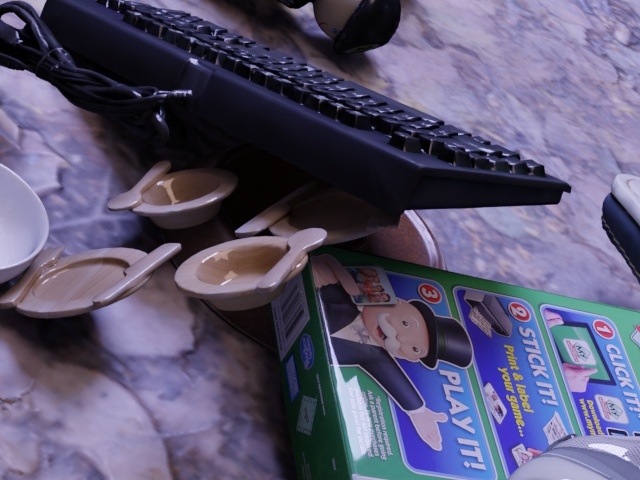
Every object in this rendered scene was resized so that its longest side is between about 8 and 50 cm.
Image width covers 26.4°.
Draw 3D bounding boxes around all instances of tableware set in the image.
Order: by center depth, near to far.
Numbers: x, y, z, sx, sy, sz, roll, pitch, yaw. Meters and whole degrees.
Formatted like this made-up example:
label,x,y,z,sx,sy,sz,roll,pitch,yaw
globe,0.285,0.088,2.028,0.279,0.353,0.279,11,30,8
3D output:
label,x,y,z,sx,sy,sz,roll,pitch,yaw
tableware set,-0.049,-0.002,0.604,0.169,0.020,0.141,0,24,27

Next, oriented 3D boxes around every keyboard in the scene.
label,x,y,z,sx,sy,sz,roll,pitch,yaw
keyboard,-0.049,-0.078,0.673,0.201,0.033,0.317,-4,22,-41

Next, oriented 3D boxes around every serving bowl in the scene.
label,x,y,z,sx,sy,sz,roll,pitch,yaw
serving bowl,-0.163,-0.006,0.596,0.083,0.027,0.083,19,35,-14

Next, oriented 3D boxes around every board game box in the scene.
label,x,y,z,sx,sy,sz,roll,pitch,yaw
board game box,0.102,0.145,0.555,0.213,0.046,0.317,13,41,-24

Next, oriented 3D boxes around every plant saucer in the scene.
label,x,y,z,sx,sy,sz,roll,pitch,yaw
plant saucer,0.000,0.000,0.710,0.168,0.029,0.168,20,35,-15

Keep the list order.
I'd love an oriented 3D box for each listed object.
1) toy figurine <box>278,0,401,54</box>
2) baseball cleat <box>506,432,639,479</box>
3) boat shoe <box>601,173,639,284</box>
label,x,y,z,sx,sy,sz,roll,pitch,yaw
toy figurine,0.035,-0.252,0.910,0.148,0.209,0.213,33,34,-4
baseball cleat,0.166,0.132,0.495,0.206,0.072,0.109,36,36,22
boat shoe,0.233,0.068,0.746,0.095,0.079,0.254,-10,52,-47
